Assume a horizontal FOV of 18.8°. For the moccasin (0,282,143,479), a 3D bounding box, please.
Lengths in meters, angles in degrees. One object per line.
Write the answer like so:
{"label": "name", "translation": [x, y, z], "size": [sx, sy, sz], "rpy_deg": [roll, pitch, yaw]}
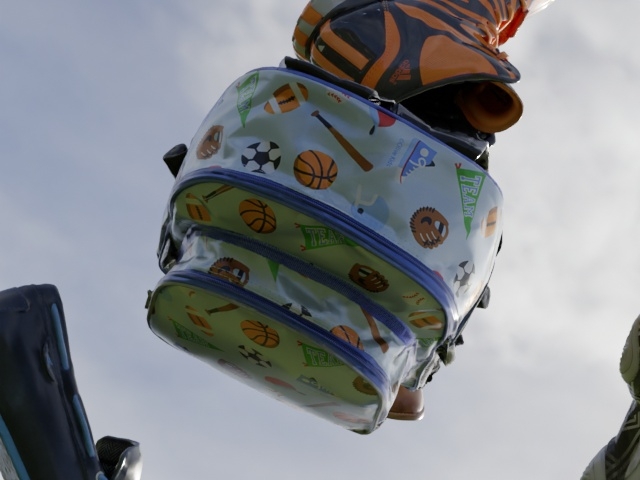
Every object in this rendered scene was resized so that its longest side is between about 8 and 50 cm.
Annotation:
{"label": "moccasin", "translation": [-0.196, 0.197, 1.622], "size": [0.137, 0.117, 0.342], "rpy_deg": [14, -52, 64]}

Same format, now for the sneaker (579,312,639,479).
{"label": "sneaker", "translation": [0.392, 0.199, 1.902], "size": [0.210, 0.137, 0.366], "rpy_deg": [33, -62, 33]}

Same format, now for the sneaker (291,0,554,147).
{"label": "sneaker", "translation": [0.141, -0.170, 1.746], "size": [0.180, 0.321, 0.125], "rpy_deg": [45, -40, 28]}

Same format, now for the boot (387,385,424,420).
{"label": "boot", "translation": [0.087, 0.097, 2.107], "size": [0.073, 0.197, 0.152], "rpy_deg": [9, -67, -10]}

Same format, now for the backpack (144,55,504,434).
{"label": "backpack", "translation": [0.000, 0.000, 1.368], "size": [0.276, 0.213, 0.263], "rpy_deg": [21, -27, 1]}
